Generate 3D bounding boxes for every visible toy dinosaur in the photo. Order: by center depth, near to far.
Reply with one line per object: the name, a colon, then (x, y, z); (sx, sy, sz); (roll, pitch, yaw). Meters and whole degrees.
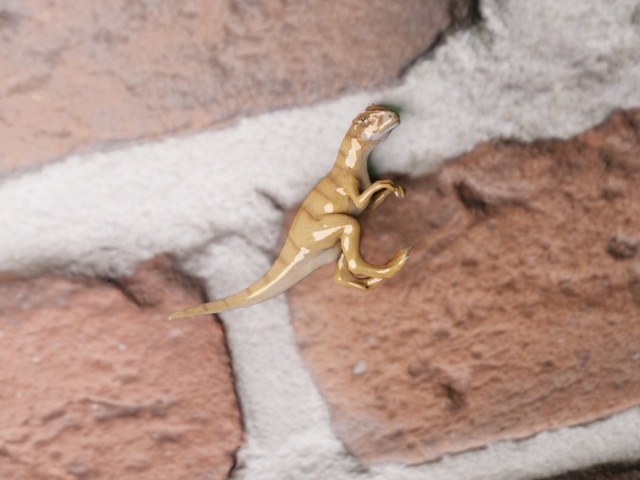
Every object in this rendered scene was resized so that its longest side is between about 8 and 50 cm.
toy dinosaur: (0.000, 0.000, 0.638); (0.112, 0.064, 0.211); (36, 97, -4)
